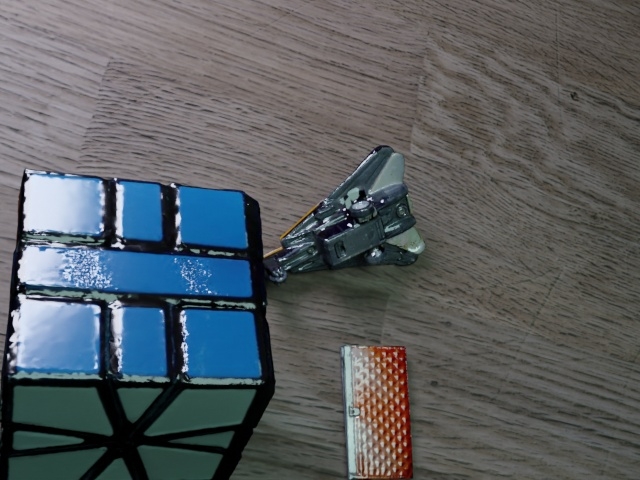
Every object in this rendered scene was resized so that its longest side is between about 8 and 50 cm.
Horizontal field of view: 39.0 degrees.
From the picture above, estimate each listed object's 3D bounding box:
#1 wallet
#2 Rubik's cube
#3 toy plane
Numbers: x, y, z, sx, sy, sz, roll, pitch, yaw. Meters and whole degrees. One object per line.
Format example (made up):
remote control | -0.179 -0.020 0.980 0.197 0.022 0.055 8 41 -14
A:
wallet | 0.083 0.251 1.324 0.103 0.020 0.196 4 71 -18
Rubik's cube | -0.228 0.116 1.078 0.289 0.293 0.283 5 54 -20
toy plane | 0.006 0.003 1.336 0.316 0.103 0.204 -28 118 -23
